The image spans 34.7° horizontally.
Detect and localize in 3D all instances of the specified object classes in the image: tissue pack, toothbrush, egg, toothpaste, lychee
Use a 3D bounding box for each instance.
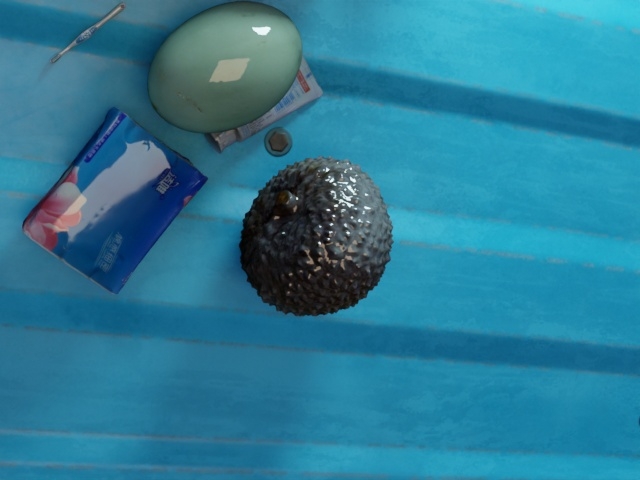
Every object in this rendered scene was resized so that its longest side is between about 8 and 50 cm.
[{"bbox_3d":[-0.350,-0.066,1.764,0.209,0.137,0.269,40,87,-25],"label":"tissue pack"},{"bbox_3d":[-0.396,-0.354,1.745,0.162,0.017,0.014,-42,118,-10],"label":"toothbrush"},{"bbox_3d":[-0.161,-0.294,1.740,0.283,0.203,0.203,-30,111,-15],"label":"egg"},{"bbox_3d":[-0.103,-0.242,1.860,0.234,0.057,0.089,-36,114,-15],"label":"toothpaste"},{"bbox_3d":[0.003,-0.001,1.832,0.300,0.300,0.300,-5,105,-19],"label":"lychee"}]
